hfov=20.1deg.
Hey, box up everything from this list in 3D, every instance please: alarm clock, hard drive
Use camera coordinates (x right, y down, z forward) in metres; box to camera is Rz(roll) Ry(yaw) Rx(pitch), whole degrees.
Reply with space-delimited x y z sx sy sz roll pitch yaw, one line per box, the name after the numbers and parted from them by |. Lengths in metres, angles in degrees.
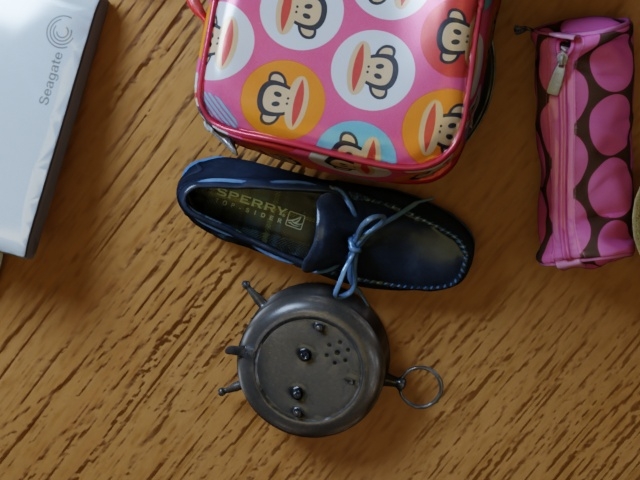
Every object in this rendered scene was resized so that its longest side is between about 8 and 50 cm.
0.012 0.109 1.560 0.192 0.064 0.129 12 103 1 | alarm clock
-0.383 -0.143 1.536 0.353 0.047 0.233 16 89 3 | hard drive

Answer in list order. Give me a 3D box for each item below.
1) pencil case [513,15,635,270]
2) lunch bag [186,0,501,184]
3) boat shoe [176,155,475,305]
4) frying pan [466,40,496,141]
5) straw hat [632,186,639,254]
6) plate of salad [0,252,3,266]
0.211 -0.077 1.472 0.095 0.098 0.209 -2 102 16 | pencil case
0.012 -0.201 1.414 0.258 0.120 0.293 13 87 7 | lunch bag
0.000 0.000 1.520 0.258 0.089 0.109 9 103 5 | boat shoe
0.025 -0.202 1.499 0.197 0.053 0.326 -20 102 9 | frying pan
0.326 -0.021 1.488 0.145 0.061 0.144 2 106 5 | straw hat
-0.378 -0.006 1.590 0.200 0.048 0.199 1 103 6 | plate of salad
